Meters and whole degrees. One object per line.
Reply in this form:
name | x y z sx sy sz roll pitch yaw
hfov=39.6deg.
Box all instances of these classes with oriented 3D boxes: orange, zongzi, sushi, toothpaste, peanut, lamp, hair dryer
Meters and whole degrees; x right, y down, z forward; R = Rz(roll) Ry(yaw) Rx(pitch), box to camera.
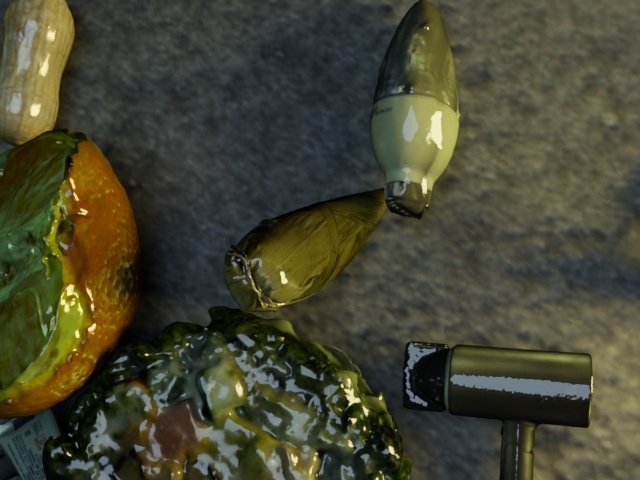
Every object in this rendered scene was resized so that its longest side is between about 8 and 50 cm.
orange | -0.324 0.038 1.000 0.262 0.196 0.335 -19 67 15
zongzi | -0.001 -0.001 0.936 0.204 0.205 0.094 -30 88 4
sushi | -0.077 0.230 0.934 0.351 0.178 0.294 35 89 13
toothpaste | -0.280 0.305 0.988 0.069 0.047 0.268 -41 72 23
peanut | -0.358 -0.218 1.104 0.087 0.087 0.207 8 85 14
lamp | 0.106 -0.148 0.983 0.101 0.101 0.250 4 76 13
hair dryer | 0.180 0.236 0.935 0.195 0.078 0.249 2 88 15

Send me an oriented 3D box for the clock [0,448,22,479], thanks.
clock | -0.326 0.348 1.040 0.225 0.049 0.226 -2 81 13
